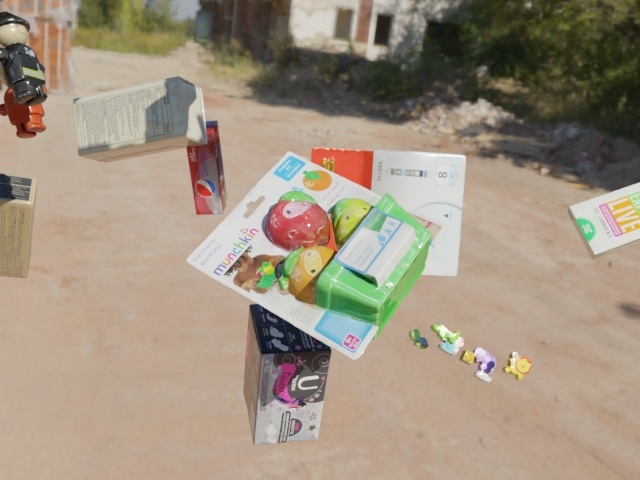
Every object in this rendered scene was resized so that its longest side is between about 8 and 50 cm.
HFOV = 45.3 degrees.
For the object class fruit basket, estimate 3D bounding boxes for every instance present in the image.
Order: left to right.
[{"bbox_3d":[0.000,0.000,1.348,0.353,0.165,0.327,31,57,14],"label":"fruit basket"}]

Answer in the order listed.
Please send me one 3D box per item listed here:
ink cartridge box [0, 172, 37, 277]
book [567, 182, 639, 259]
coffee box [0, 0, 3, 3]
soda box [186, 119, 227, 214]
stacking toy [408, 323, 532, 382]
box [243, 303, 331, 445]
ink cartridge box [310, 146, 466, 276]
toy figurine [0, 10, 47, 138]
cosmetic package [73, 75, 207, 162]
[{"bbox_3d":[-0.694,-0.033,1.581,0.193,0.235,0.088,8,45,-19],"label":"ink cartridge box"},{"bbox_3d":[0.501,-0.036,1.282,0.144,0.096,0.035,-20,-24,-1],"label":"book"},{"bbox_3d":[-0.651,-0.561,1.177,0.337,0.338,0.334,-29,-3,27],"label":"coffee box"},{"bbox_3d":[-0.328,-0.208,2.214,0.083,0.263,0.092,-1,29,5],"label":"soda box"},{"bbox_3d":[0.302,0.226,1.586,0.221,0.052,0.167,28,-17,-6],"label":"stacking toy"},{"bbox_3d":[-0.070,0.268,1.549,0.142,0.247,0.163,-2,34,-14],"label":"box"},{"bbox_3d":[0.163,-0.074,1.930,0.384,0.308,0.091,2,7,-9],"label":"ink cartridge box"},{"bbox_3d":[-0.542,-0.248,1.208,0.209,0.148,0.213,-16,-8,-21],"label":"toy figurine"},{"bbox_3d":[-0.443,-0.292,1.892,0.296,0.153,0.129,-6,-5,18],"label":"cosmetic package"}]
